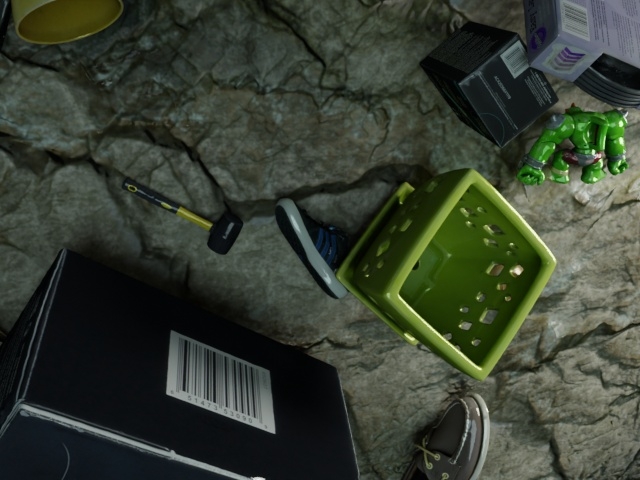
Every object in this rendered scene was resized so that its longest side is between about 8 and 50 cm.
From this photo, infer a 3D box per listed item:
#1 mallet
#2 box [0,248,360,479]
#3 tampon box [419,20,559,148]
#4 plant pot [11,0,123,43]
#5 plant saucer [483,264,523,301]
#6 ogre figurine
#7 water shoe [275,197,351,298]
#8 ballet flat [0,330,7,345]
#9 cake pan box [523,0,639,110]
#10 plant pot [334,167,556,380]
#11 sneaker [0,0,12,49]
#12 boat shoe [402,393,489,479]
[{"bbox_3d":[-0.205,-0.050,1.040,0.190,0.039,0.062,35,104,-18],"label":"mallet"},{"bbox_3d":[-0.276,0.345,0.992,0.480,0.297,0.472,29,116,-26],"label":"box"},{"bbox_3d":[0.235,-0.227,0.974,0.101,0.161,0.120,-39,116,7],"label":"tampon box"},{"bbox_3d":[-0.328,-0.320,0.855,0.134,0.134,0.095,-21,90,-1],"label":"plant pot"},{"bbox_3d":[0.326,0.079,1.207,0.083,0.015,0.083,-4,114,-9],"label":"plant saucer"},{"bbox_3d":[0.412,-0.149,1.081,0.197,0.097,0.118,5,124,-1],"label":"ogre figurine"},{"bbox_3d":[0.000,0.000,1.091,0.080,0.073,0.203,-40,121,-15],"label":"water shoe"},{"bbox_3d":[-0.508,0.154,1.046,0.067,0.073,0.206,-15,129,34],"label":"ballet flat"},{"bbox_3d":[0.392,-0.304,0.928,0.246,0.267,0.070,14,149,-16],"label":"cake pan box"},{"bbox_3d":[0.174,0.043,1.035,0.228,0.207,0.227,42,76,-23],"label":"plant pot"},{"bbox_3d":[-0.440,-0.314,0.870,0.089,0.051,0.170,19,104,-18],"label":"sneaker"},{"bbox_3d":[0.221,0.425,1.287,0.097,0.116,0.324,8,117,-17],"label":"boat shoe"}]
